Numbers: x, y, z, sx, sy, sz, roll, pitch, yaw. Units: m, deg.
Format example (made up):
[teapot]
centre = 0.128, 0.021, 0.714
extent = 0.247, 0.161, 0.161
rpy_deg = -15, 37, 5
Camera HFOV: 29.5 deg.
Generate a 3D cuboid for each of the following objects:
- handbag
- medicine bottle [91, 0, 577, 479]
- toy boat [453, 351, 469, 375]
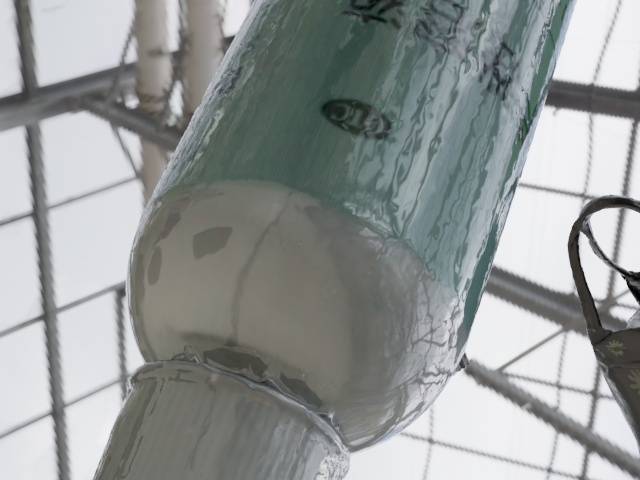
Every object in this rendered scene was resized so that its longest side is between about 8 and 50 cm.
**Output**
[handbag]
centre = 0.162, 0.034, 0.549
extent = 0.139, 0.072, 0.115
rpy_deg = 47, -28, -16
[medicine bottle]
centre = 0.000, 0.000, 0.391
extent = 0.110, 0.352, 0.110
rpy_deg = 16, -32, 11
[toy boat]
centre = 0.133, 0.106, 1.488
extent = 0.059, 0.066, 0.140
rpy_deg = -100, 168, -66
